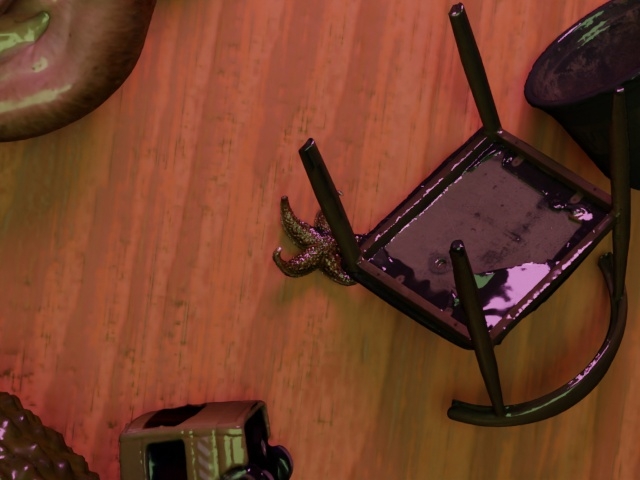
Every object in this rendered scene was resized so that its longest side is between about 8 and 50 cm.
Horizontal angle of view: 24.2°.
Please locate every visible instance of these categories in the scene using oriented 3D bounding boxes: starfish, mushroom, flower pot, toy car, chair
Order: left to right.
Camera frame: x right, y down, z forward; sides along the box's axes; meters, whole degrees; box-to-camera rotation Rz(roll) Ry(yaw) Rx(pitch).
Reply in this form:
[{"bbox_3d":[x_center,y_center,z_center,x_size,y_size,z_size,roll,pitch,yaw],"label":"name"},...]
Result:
[{"bbox_3d":[-0.245,-0.197,1.033,0.278,0.146,0.278,-1,106,-4],"label":"mushroom"},{"bbox_3d":[-0.080,0.249,1.110,0.124,0.101,0.257,-4,95,10],"label":"toy car"},{"bbox_3d":[0.000,0.000,1.141,0.091,0.028,0.078,43,74,-9],"label":"starfish"},{"bbox_3d":[0.122,-0.003,1.090,0.188,0.166,0.272,-43,142,-15],"label":"chair"},{"bbox_3d":[0.245,-0.111,1.118,0.157,0.157,0.107,-38,109,-5],"label":"flower pot"}]

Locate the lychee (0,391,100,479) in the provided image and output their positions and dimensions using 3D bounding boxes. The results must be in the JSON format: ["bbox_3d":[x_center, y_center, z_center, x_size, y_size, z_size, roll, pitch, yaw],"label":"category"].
[{"bbox_3d":[-0.245,0.244,1.006,0.269,0.270,0.320,3,74,-9],"label":"lychee"}]
